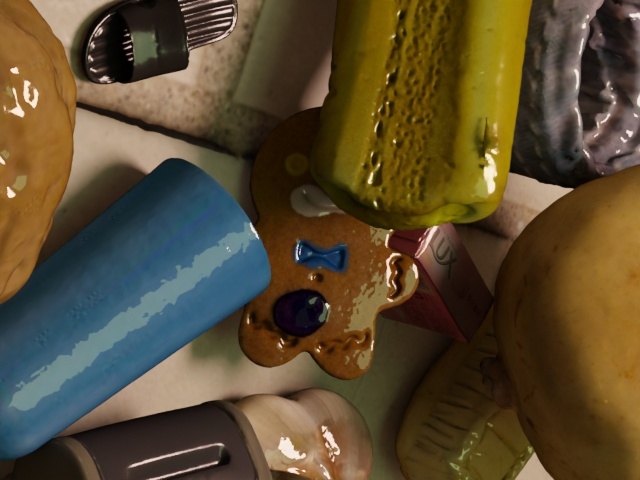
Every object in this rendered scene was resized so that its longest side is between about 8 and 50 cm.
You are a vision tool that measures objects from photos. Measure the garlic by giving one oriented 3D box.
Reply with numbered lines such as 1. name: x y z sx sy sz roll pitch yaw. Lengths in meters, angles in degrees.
1. garlic: -0.025 0.195 1.458 0.174 0.099 0.124 14 80 -48

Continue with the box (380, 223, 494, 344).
1. box: 0.086 0.025 1.491 0.060 0.111 0.156 -57 139 -23

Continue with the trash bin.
1. trash bin: -0.157 0.278 1.291 0.209 0.182 0.290 -9 118 -45

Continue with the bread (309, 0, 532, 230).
1. bread: 0.095 -0.194 1.339 0.112 0.166 0.384 65 33 -78

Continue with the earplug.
1. earplug: -0.180 0.064 1.217 0.273 0.132 0.132 -39 131 -26

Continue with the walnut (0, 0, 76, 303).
1. walnut: -0.271 -0.051 0.993 0.224 0.257 0.257 10 100 -19

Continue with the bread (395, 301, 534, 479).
1. bread: 0.173 0.167 1.644 0.236 0.106 0.140 -50 134 -21

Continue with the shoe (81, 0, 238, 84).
1. shoe: -0.114 -0.163 1.247 0.159 0.053 0.062 -27 127 -41

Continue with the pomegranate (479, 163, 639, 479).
1. pomegranate: 0.302 0.092 1.455 0.332 0.332 0.333 -21 120 -41

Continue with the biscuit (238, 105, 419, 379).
1. biscuit: 0.000 0.000 1.378 0.180 0.039 0.236 7 88 -7

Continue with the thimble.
1. thimble: 0.228 -0.170 1.520 0.205 0.172 0.236 -23 120 -43
